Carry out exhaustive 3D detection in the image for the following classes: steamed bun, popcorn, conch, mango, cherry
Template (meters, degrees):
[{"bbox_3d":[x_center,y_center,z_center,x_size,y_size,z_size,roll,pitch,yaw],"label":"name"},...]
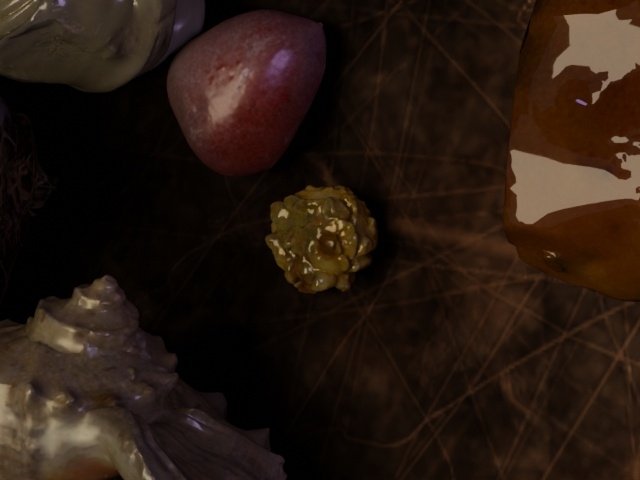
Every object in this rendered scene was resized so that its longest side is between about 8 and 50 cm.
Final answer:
[{"bbox_3d":[-0.148,-0.191,1.224,0.211,0.144,0.218,-27,32,29],"label":"steamed bun"},{"bbox_3d":[0.000,0.000,1.172,0.082,0.057,0.083,35,114,34],"label":"popcorn"},{"bbox_3d":[-0.123,0.194,1.190,0.297,0.210,0.352,26,134,43],"label":"conch"},{"bbox_3d":[0.206,-0.080,0.965,0.166,0.136,0.236,6,88,22],"label":"mango"},{"bbox_3d":[-0.058,-0.107,1.196,0.106,0.087,0.126,38,116,27],"label":"cherry"}]

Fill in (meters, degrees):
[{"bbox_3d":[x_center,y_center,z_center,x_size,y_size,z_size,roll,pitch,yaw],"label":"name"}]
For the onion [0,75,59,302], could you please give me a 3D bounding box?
[{"bbox_3d":[-0.341,-0.041,1.269,0.232,0.314,0.314,3,93,12],"label":"onion"}]
